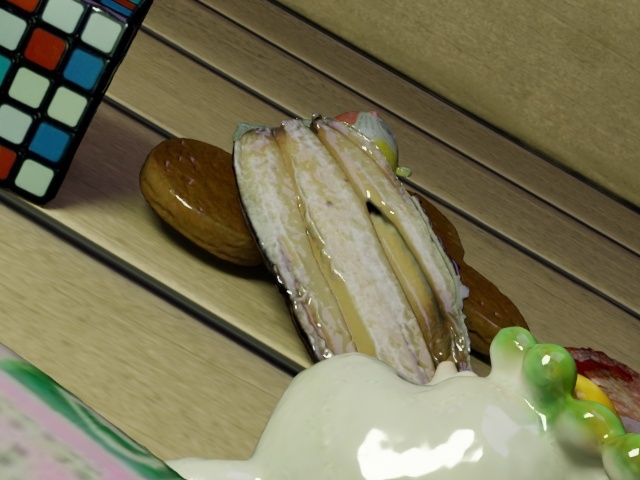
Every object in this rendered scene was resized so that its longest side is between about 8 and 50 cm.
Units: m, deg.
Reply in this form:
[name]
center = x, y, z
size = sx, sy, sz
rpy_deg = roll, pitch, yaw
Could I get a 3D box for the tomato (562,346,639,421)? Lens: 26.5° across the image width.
[tomato]
center = 0.272, 0.189, 1.198
size = 0.225, 0.085, 0.225
rpy_deg = 30, 17, -10

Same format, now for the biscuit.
[biscuit]
center = -0.001, 0.001, 1.339
size = 0.432, 0.064, 0.283
rpy_deg = 14, 32, -39

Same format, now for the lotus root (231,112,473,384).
[lotus root]
center = 0.029, 0.037, 1.169
size = 0.167, 0.078, 0.329
rpy_deg = -9, 56, -20

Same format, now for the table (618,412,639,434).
[table]
center = 0.246, 0.203, 1.018
size = 0.227, 0.167, 0.167
rpy_deg = 21, 15, 5

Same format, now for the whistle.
[whistle]
center = 0.005, -0.115, 1.647
size = 0.223, 0.123, 0.123
rpy_deg = 15, 15, 4

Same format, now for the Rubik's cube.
[Rubik's cube]
center = -0.268, -0.166, 1.176
size = 0.184, 0.182, 0.187
rpy_deg = 27, 16, -13

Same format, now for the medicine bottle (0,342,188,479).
[medicine bottle]
center = -0.102, 0.158, 0.403
size = 0.325, 0.212, 0.212
rpy_deg = 35, 16, 14

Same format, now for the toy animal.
[toy animal]
center = 0.058, 0.172, 0.629
size = 0.310, 0.247, 0.183
rpy_deg = 45, 0, 2
